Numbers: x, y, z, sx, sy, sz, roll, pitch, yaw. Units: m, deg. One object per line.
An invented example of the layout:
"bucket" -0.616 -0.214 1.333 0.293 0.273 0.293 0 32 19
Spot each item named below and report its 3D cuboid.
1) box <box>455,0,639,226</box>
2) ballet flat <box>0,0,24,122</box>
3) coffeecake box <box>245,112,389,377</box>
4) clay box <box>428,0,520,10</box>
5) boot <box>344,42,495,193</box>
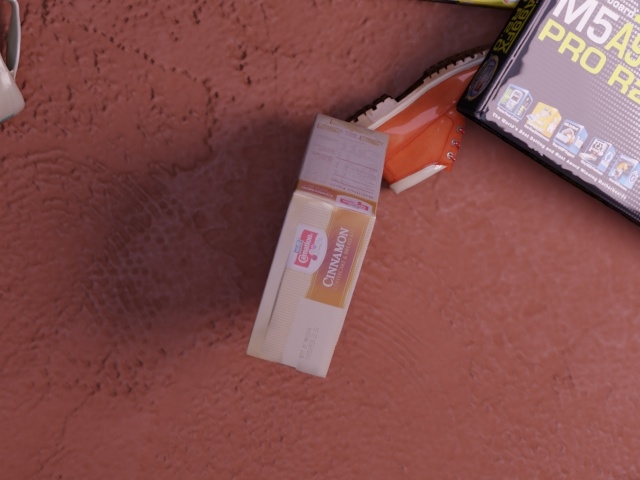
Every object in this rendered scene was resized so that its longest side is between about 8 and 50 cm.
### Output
"box" 0.279 -0.129 1.506 0.270 0.060 0.216 31 93 -16
"ballet flat" -0.295 -0.212 1.521 0.086 0.086 0.248 -11 95 0
"coffeecake box" 0.000 0.000 1.457 0.068 0.185 0.142 17 113 -1
"clay box" 0.103 -0.262 1.528 0.222 0.053 0.127 7 93 -2
"boot" 0.105 -0.105 1.539 0.158 0.059 0.084 -32 96 10
